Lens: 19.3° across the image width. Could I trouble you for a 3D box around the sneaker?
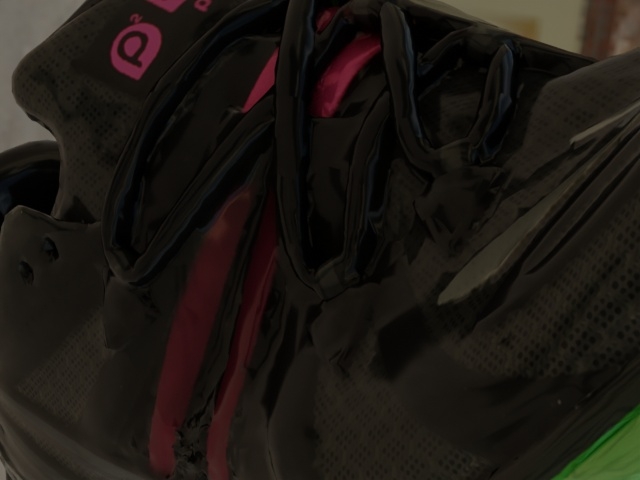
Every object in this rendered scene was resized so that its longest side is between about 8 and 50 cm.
[{"bbox_3d":[0.000,0.000,0.574,0.185,0.202,0.483,-36,-170,-38],"label":"sneaker"}]
